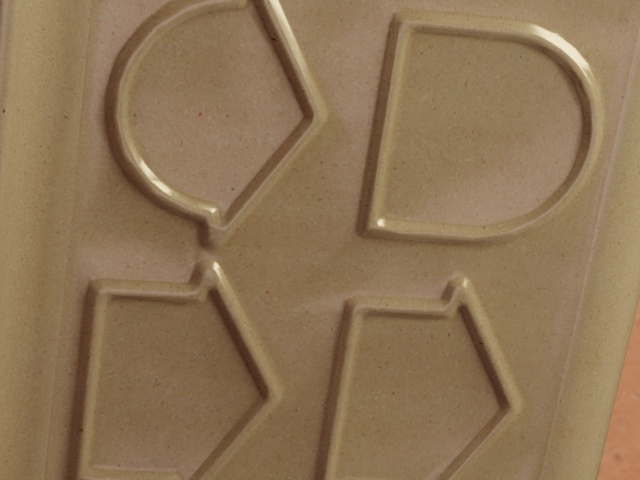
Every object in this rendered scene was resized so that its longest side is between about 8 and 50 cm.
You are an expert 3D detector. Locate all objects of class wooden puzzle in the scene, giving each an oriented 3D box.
[{"bbox_3d":[0.000,0.000,0.852,0.347,0.080,0.322,2,113,-17],"label":"wooden puzzle"}]
